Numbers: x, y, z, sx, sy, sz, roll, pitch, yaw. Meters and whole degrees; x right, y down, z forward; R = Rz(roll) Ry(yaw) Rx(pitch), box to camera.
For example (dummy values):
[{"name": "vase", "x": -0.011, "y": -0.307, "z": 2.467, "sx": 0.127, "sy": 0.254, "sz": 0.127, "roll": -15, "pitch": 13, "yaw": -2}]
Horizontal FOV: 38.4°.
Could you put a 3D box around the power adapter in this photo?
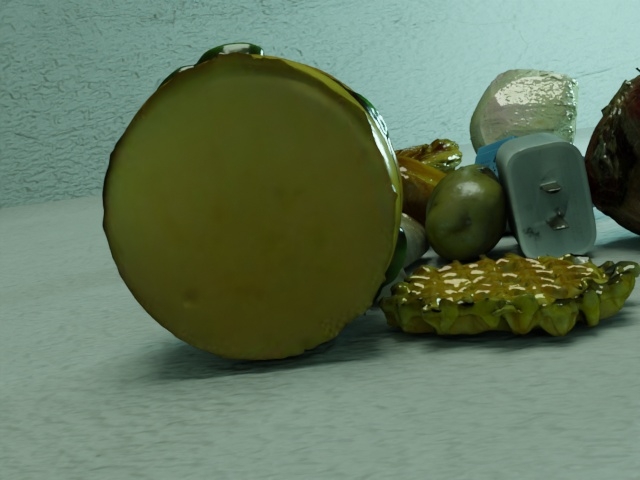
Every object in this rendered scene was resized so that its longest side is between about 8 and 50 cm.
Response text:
[{"name": "power adapter", "x": 0.363, "y": -0.070, "z": 1.477, "sx": 0.124, "sy": 0.187, "sz": 0.255, "roll": -13, "pitch": 9, "yaw": 7}]

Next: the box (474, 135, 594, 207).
[{"name": "box", "x": 0.427, "y": -0.124, "z": 1.761, "sx": 0.232, "sy": 0.083, "sz": 0.142, "roll": 12, "pitch": -6, "yaw": -16}]

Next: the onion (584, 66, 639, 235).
[{"name": "onion", "x": 0.588, "y": -0.155, "z": 1.472, "sx": 0.353, "sy": 0.354, "sz": 0.353, "roll": -8, "pitch": 10, "yaw": 1}]

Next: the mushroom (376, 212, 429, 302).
[{"name": "mushroom", "x": 0.102, "y": 0.021, "z": 1.466, "sx": 0.122, "sy": 0.095, "sz": 0.351, "roll": 11, "pitch": 15, "yaw": 10}]

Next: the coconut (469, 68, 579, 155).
[{"name": "coconut", "x": 0.497, "y": -0.271, "z": 2.256, "sx": 0.254, "sy": 0.297, "sz": 0.297, "roll": 7, "pitch": 14, "yaw": 15}]

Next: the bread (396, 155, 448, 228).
[{"name": "bread", "x": 0.139, "y": -0.082, "z": 1.712, "sx": 0.260, "sy": 0.134, "sz": 0.129, "roll": -11, "pitch": 37, "yaw": 25}]

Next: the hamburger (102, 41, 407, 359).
[{"name": "hamburger", "x": -0.073, "y": -0.039, "z": 1.193, "sx": 0.395, "sy": 0.396, "sz": 0.277, "roll": -7, "pitch": 8, "yaw": 6}]

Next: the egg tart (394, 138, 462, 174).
[{"name": "egg tart", "x": 0.173, "y": -0.140, "z": 2.134, "sx": 0.339, "sy": 0.153, "sz": 0.351, "roll": -9, "pitch": 10, "yaw": -4}]

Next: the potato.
[{"name": "potato", "x": 0.241, "y": -0.045, "z": 1.538, "sx": 0.136, "sy": 0.155, "sz": 0.200, "roll": -9, "pitch": 15, "yaw": 8}]

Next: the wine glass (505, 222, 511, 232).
[{"name": "wine glass", "x": 0.337, "y": -0.058, "z": 1.718, "sx": 0.202, "sy": 0.093, "sz": 0.093, "roll": -2, "pitch": 12, "yaw": 36}]

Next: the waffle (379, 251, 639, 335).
[{"name": "waffle", "x": 0.241, "y": 0.067, "z": 1.165, "sx": 0.329, "sy": 0.062, "sz": 0.329, "roll": -6, "pitch": 9, "yaw": 1}]
